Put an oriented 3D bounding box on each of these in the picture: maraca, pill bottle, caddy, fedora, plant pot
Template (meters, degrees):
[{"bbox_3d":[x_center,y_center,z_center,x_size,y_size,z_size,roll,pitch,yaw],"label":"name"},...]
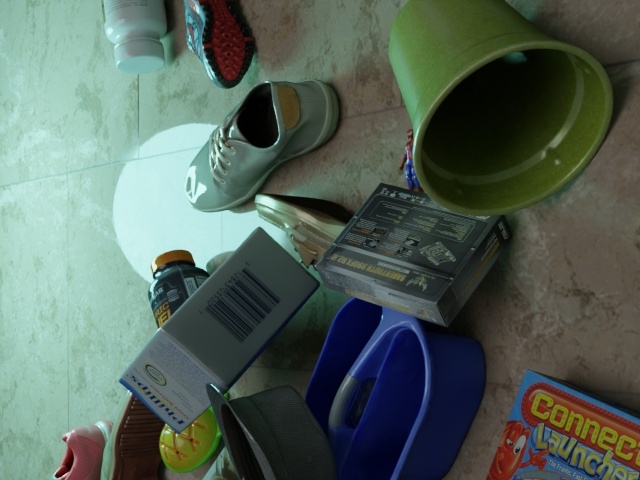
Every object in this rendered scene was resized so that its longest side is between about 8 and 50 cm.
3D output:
[{"bbox_3d":[-0.237,0.368,2.256,0.185,0.099,0.127,-43,55,11],"label":"maraca"},{"bbox_3d":[-0.388,-0.472,2.437,0.131,0.131,0.229,-23,71,49],"label":"pill bottle"},{"bbox_3d":[0.093,0.237,1.770,0.241,0.179,0.341,43,122,44],"label":"caddy"},{"bbox_3d":[-0.256,0.140,2.254,0.130,0.130,0.246,-47,54,40],"label":"pill bottle"},{"bbox_3d":[-0.060,0.317,1.759,0.276,0.124,0.243,70,162,-8],"label":"fedora"},{"bbox_3d":[0.214,-0.217,1.591,0.276,0.276,0.254,-61,35,31],"label":"plant pot"}]

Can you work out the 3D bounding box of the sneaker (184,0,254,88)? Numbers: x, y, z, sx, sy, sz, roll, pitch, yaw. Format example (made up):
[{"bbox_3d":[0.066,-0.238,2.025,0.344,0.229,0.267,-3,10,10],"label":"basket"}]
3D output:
[{"bbox_3d":[-0.200,-0.388,2.247,0.125,0.104,0.262,120,140,-56],"label":"sneaker"}]

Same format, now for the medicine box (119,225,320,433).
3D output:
[{"bbox_3d":[-0.175,0.156,1.980,0.149,0.263,0.289,43,147,-1],"label":"medicine box"}]

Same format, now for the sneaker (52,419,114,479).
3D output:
[{"bbox_3d":[-0.538,0.549,2.594,0.116,0.136,0.314,21,106,51],"label":"sneaker"}]

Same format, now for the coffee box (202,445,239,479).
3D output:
[{"bbox_3d":[-0.132,0.485,2.094,0.297,0.118,0.168,-57,49,33],"label":"coffee box"}]

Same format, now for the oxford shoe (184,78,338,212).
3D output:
[{"bbox_3d":[-0.144,-0.175,2.124,0.449,0.130,0.169,-27,69,49],"label":"oxford shoe"}]

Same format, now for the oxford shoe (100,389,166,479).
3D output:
[{"bbox_3d":[-0.389,0.400,2.413,0.146,0.140,0.397,43,120,52],"label":"oxford shoe"}]

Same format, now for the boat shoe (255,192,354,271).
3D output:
[{"bbox_3d":[0.000,0.000,1.939,0.341,0.121,0.110,25,108,48],"label":"boat shoe"}]

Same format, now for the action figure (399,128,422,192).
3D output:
[{"bbox_3d":[0.144,-0.118,1.838,0.038,0.030,0.115,-7,82,56],"label":"action figure"}]

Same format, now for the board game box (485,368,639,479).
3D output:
[{"bbox_3d":[0.336,0.354,1.460,0.308,0.086,0.302,21,91,54],"label":"board game box"}]

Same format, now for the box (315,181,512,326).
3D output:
[{"bbox_3d":[0.135,0.016,1.703,0.231,0.056,0.183,16,57,40],"label":"box"}]
